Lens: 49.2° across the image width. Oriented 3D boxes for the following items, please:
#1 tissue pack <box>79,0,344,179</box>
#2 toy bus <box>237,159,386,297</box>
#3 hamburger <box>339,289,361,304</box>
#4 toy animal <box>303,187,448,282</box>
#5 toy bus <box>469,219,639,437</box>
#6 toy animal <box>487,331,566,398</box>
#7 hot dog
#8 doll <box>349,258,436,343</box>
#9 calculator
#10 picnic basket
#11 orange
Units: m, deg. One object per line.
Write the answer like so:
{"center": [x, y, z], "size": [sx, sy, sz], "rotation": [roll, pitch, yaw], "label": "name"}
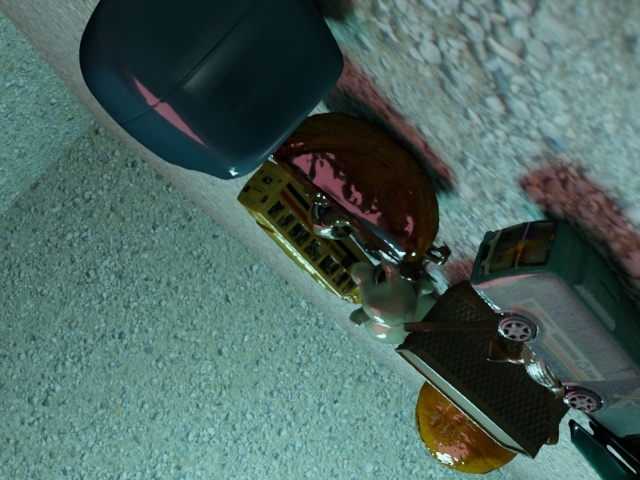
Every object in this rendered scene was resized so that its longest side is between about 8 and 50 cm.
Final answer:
{"center": [-0.128, -0.185, 0.685], "size": [0.206, 0.198, 0.287], "rotation": [43, 173, -21], "label": "tissue pack"}
{"center": [0.000, 0.000, 1.268], "size": [0.335, 0.123, 0.121], "rotation": [48, 169, -34], "label": "toy bus"}
{"center": [0.049, 0.079, 1.552], "size": [0.137, 0.087, 0.166], "rotation": [34, 168, 42], "label": "hamburger"}
{"center": [0.069, -0.011, 1.034], "size": [0.214, 0.093, 0.186], "rotation": [36, -179, -17], "label": "toy animal"}
{"center": [0.258, 0.089, 0.688], "size": [0.262, 0.091, 0.109], "rotation": [44, 139, -22], "label": "toy bus"}
{"center": [0.308, 0.149, 0.850], "size": [0.179, 0.089, 0.188], "rotation": [12, 147, 42], "label": "toy animal"}
{"center": [0.048, -0.067, 0.823], "size": [0.227, 0.099, 0.160], "rotation": [43, 171, -15], "label": "hot dog"}
{"center": [0.131, 0.123, 1.244], "size": [0.275, 0.155, 0.113], "rotation": [61, -171, -57], "label": "doll"}
{"center": [0.520, 0.409, 1.083], "size": [0.274, 0.058, 0.248], "rotation": [40, -174, -1], "label": "calculator"}
{"center": [0.254, 0.194, 1.076], "size": [0.267, 0.139, 0.165], "rotation": [41, 171, 5], "label": "picnic basket"}
{"center": [0.293, 0.336, 1.349], "size": [0.219, 0.193, 0.219], "rotation": [14, 113, 36], "label": "orange"}
